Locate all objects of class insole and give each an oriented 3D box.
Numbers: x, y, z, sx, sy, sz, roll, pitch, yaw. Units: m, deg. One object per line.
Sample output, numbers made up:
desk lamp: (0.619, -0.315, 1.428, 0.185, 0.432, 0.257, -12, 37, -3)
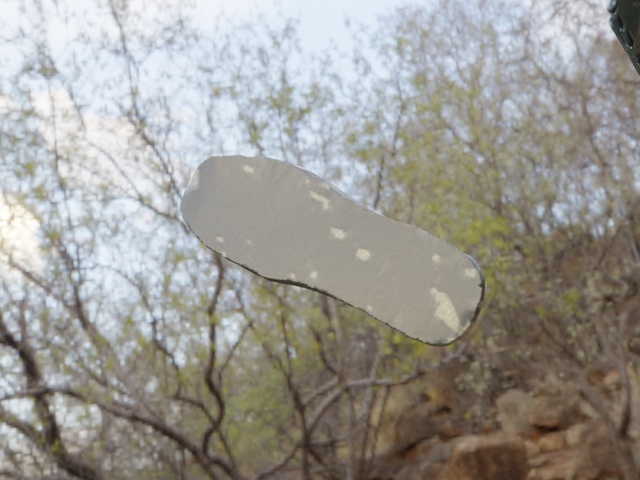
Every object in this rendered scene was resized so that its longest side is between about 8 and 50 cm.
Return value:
insole: (0.000, 0.000, 0.645, 0.248, 0.081, 0.011, 25, 3, 32)

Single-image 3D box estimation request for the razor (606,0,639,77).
razor: (0.291, -0.095, 0.595, 0.068, 0.232, 0.106, -52, -37, 5)
